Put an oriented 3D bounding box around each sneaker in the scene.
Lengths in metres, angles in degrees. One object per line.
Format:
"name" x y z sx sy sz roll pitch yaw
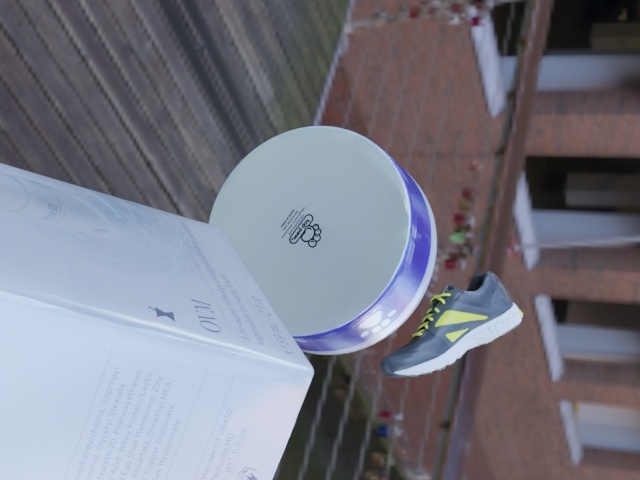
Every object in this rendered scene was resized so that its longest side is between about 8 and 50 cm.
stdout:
"sneaker" 0.063 0.043 0.564 0.083 0.031 0.035 -25 92 -23

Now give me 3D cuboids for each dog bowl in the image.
"dog bowl" 0.000 0.000 1.322 0.104 0.265 0.264 36 60 -63

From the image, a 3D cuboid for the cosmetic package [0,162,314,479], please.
"cosmetic package" -0.153 0.054 0.576 0.138 0.225 0.224 -70 -158 12
